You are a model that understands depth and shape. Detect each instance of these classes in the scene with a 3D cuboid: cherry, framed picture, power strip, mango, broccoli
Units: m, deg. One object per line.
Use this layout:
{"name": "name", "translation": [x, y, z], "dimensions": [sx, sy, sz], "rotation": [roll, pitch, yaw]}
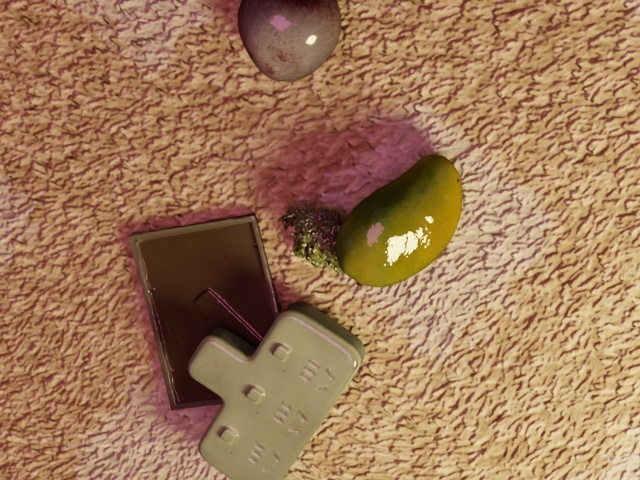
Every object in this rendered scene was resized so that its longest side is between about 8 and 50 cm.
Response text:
{"name": "cherry", "translation": [-0.070, -0.266, 1.814], "dimensions": [0.188, 0.148, 0.115], "rotation": [5, 70, -8]}
{"name": "framed picture", "translation": [-0.145, 0.100, 1.984], "dimensions": [0.189, 0.023, 0.260], "rotation": [-10, 102, 16]}
{"name": "power strip", "translation": [-0.082, 0.195, 1.954], "dimensions": [0.194, 0.059, 0.265], "rotation": [33, 112, 3]}
{"name": "mango", "translation": [0.106, -0.016, 1.849], "dimensions": [0.191, 0.085, 0.122], "rotation": [-35, 110, 5]}
{"name": "broccoli", "translation": [0.000, 0.000, 1.907], "dimensions": [0.092, 0.097, 0.095], "rotation": [-26, 72, 59]}
